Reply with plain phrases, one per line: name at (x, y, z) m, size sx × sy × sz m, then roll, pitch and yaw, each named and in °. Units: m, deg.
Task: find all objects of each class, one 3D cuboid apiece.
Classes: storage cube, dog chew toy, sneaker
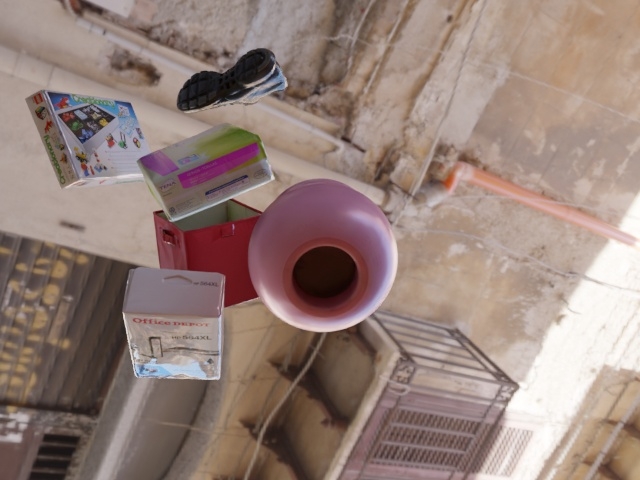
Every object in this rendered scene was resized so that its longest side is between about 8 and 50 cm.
storage cube at (-0.237, 0.028, 1.376) m, size 0.183 × 0.215 × 0.193 m, roll 25°, pitch -58°, yaw 51°
dog chew toy at (0.000, 0.000, 0.941) m, size 0.332 × 0.206 × 0.206 m, roll -98°, pitch -148°, yaw -73°
sneaker at (-0.198, -0.329, 1.387) m, size 0.267 × 0.106 × 0.101 m, roll -14°, pitch -117°, yaw 24°

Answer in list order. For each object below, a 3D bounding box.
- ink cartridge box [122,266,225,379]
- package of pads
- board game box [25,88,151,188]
ink cartridge box at (-0.232, 0.140, 1.014) m, size 0.203 × 0.148 × 0.086 m, roll 100°, pitch -9°, yaw -50°
package of pads at (-0.237, -0.151, 1.270) m, size 0.296 × 0.229 × 0.101 m, roll 34°, pitch -33°, yaw 63°
board game box at (-0.481, -0.217, 1.361) m, size 0.053 × 0.305 × 0.193 m, roll -21°, pitch -89°, yaw 18°
